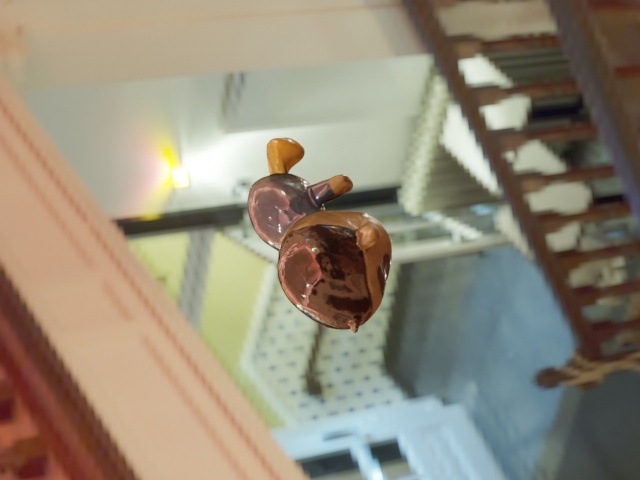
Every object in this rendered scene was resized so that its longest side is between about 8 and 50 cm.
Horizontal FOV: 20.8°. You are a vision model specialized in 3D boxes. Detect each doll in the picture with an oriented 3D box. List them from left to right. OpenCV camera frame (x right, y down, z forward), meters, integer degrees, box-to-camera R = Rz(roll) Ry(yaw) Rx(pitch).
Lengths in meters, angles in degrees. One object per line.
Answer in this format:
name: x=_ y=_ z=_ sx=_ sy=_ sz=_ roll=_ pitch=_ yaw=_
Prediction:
doll: x=0.000 y=0.000 z=1.235 sx=0.179 sy=0.089 sz=0.102 roll=-112 pitch=36 yaw=-44
